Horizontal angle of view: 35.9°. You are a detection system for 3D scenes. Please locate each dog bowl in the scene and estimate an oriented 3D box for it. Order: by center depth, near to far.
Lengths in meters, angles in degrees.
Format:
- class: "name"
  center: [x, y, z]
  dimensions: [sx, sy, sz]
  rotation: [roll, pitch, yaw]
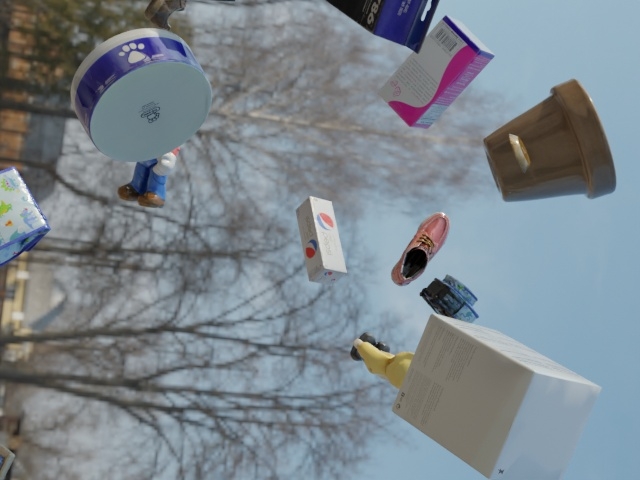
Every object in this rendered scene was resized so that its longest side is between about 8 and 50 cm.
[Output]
- class: "dog bowl"
  center: [-0.354, -0.285, 1.968]
  dimensions: [0.104, 0.265, 0.265]
  rotation: [57, -38, 31]

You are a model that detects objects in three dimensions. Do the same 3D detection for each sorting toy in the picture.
- class: "sorting toy"
  center: [-0.623, 0.433, 1.802]
  dimensions: [0.274, 0.046, 0.132]
  rotation: [-3, -122, 62]

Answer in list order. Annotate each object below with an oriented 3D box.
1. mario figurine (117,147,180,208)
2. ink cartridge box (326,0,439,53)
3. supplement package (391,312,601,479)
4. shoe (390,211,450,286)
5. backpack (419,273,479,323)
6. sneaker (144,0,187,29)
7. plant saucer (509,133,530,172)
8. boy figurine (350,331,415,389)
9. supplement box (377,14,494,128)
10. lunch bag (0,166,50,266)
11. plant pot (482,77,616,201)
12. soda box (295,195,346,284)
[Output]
- class: "mario figurine"
  center: [-0.432, -0.248, 2.421]
  dimensions: [0.170, 0.198, 0.320]
  rotation: [-41, 143, -83]
- class: "ink cartridge box"
  center: [0.109, -0.465, 1.776]
  dimensions: [0.332, 0.065, 0.165]
  rotation: [49, -56, 54]
- class: "supplement package"
  center: [0.308, 0.282, 1.753]
  dimensions: [0.263, 0.198, 0.199]
  rotation: [28, -81, 50]
- class: "shoe"
  center: [0.208, 0.015, 1.976]
  dimensions: [0.178, 0.063, 0.081]
  rotation: [-53, -178, -10]
- class: "backpack"
  center: [0.285, 0.132, 2.098]
  dimensions: [0.084, 0.114, 0.105]
  rotation: [-44, -167, -4]
- class: "sneaker"
  center: [-0.346, -0.587, 2.361]
  dimensions: [0.188, 0.071, 0.066]
  rotation: [-57, -150, -13]
- class: "plant saucer"
  center: [0.398, -0.176, 1.962]
  dimensions: [0.015, 0.083, 0.083]
  rotation: [-22, -129, 21]
- class: "boy figurine"
  center: [0.159, 0.290, 2.374]
  dimensions: [0.092, 0.177, 0.285]
  rotation: [-58, -165, -7]
- class: "supplement box"
  center: [0.246, -0.353, 2.102]
  dimensions: [0.220, 0.114, 0.111]
  rotation: [-47, -107, 21]
- class: "lunch bag"
  center: [-0.535, -0.032, 1.619]
  dimensions: [0.128, 0.151, 0.096]
  rotation: [57, 0, 10]
- class: "plant pot"
  center: [0.476, -0.188, 2.110]
  dimensions: [0.263, 0.229, 0.263]
  rotation: [-19, 90, -82]
- class: "soda box"
  center: [0.000, 0.000, 2.462]
  dimensions: [0.069, 0.074, 0.216]
  rotation: [-41, -132, 41]
